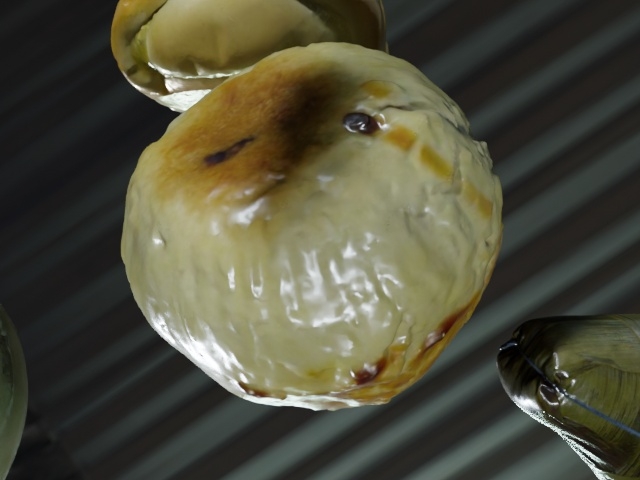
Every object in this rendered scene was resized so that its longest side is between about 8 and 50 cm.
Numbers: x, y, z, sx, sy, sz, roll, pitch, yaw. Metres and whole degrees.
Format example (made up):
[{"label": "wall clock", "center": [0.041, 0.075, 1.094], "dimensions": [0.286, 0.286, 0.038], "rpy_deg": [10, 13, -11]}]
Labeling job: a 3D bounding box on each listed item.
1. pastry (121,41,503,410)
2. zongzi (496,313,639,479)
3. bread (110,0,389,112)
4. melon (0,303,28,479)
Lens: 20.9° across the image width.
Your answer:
[{"label": "pastry", "center": [0.000, 0.000, 1.735], "dimensions": [0.388, 0.388, 0.313], "rpy_deg": [-117, 3, -51]}, {"label": "zongzi", "center": [0.290, 0.212, 1.827], "dimensions": [0.286, 0.300, 0.138], "rpy_deg": [-1, -147, -31]}, {"label": "bread", "center": [-0.079, -0.258, 1.949], "dimensions": [0.270, 0.315, 0.211], "rpy_deg": [32, -124, -79]}, {"label": "melon", "center": [-0.407, 0.154, 1.675], "dimensions": [0.272, 0.271, 0.308], "rpy_deg": [36, -136, -74]}]
